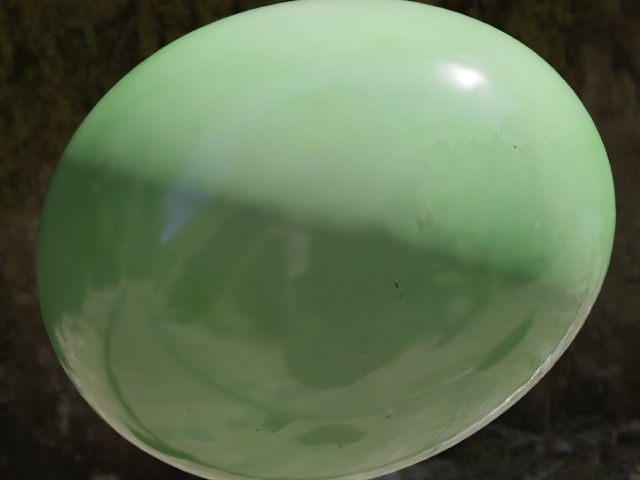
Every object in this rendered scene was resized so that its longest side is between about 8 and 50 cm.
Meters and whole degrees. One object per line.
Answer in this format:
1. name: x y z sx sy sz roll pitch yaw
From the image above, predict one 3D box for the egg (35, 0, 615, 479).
1. egg: 0.000 0.000 0.660 0.269 0.220 0.220 -20 18 16
